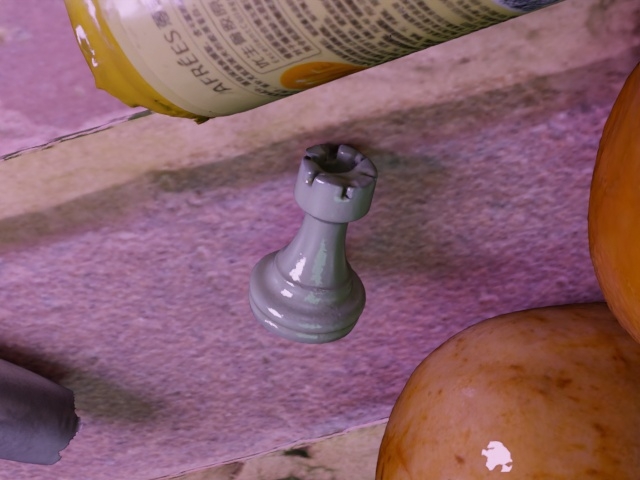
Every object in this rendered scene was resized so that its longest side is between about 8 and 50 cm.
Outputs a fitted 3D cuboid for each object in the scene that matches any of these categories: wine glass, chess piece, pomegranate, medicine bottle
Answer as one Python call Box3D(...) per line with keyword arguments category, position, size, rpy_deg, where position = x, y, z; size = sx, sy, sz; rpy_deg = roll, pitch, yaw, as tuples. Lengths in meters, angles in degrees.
Box3D(category="wine glass", position=(-0.253, 0.075, 0.753), size=(0.262, 0.074, 0.074), rpy_deg=(25, 129, -35))
Box3D(category="chess piece", position=(0.000, 0.000, 0.720), size=(0.067, 0.067, 0.103), rpy_deg=(3, 129, -14))
Box3D(category="pomegranate", position=(0.158, 0.157, 0.802), size=(0.260, 0.260, 0.260), rpy_deg=(-5, 139, -5))
Box3D(category="medicine bottle", position=(0.007, -0.123, 0.495), size=(0.238, 0.124, 0.124), rpy_deg=(-14, 144, 38))

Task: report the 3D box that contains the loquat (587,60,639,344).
Box3D(category="loquat", position=(0.223, -0.019, 0.648), size=(0.187, 0.176, 0.234), rpy_deg=(24, 135, 25))
